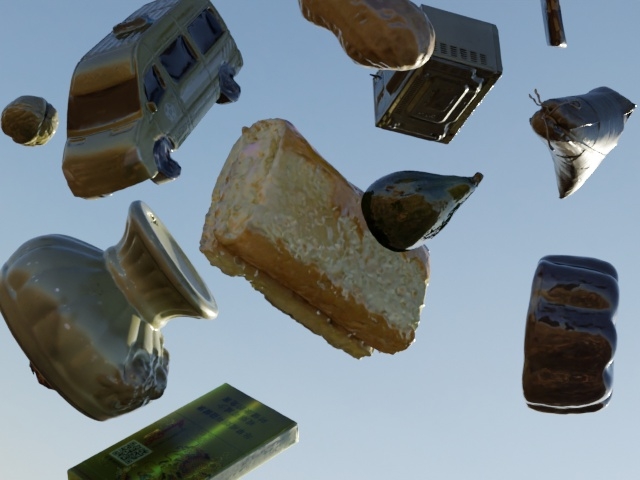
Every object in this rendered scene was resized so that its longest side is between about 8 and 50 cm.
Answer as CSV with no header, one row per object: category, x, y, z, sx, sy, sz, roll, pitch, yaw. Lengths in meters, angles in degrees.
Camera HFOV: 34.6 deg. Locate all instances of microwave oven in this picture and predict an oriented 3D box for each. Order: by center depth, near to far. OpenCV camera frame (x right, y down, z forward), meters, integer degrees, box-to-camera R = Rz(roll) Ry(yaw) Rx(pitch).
microwave oven,0.193,-0.271,1.732,0.163,0.129,0.205,9,-34,-18

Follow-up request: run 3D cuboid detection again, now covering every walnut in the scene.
walnut,-0.460,-0.189,1.628,0.092,0.092,0.092,29,-24,14

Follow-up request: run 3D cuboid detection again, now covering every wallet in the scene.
wallet,0.342,-0.407,1.567,0.122,0.031,0.232,-60,139,-78

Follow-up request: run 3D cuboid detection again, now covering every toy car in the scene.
toy car,-0.169,-0.145,0.989,0.101,0.257,0.124,-12,-61,26

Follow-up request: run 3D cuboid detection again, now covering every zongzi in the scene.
zongzi,0.325,-0.118,1.400,0.084,0.187,0.184,45,-52,30

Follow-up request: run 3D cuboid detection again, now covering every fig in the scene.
fig,0.143,-0.051,1.428,0.177,0.117,0.117,-19,-52,28

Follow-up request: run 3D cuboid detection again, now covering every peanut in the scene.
peanut,0.055,-0.292,1.364,0.226,0.095,0.108,38,-59,28

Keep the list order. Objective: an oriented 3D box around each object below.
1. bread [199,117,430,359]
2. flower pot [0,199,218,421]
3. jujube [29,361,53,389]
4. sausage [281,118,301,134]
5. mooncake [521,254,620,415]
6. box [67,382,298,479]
bread,0.000,0.000,1.565,0.165,0.237,0.375,-15,-39,42
flower pot,-0.305,0.095,1.535,0.307,0.244,0.307,54,1,-1
jujube,-0.389,0.162,1.511,0.104,0.104,0.166,53,7,-36
sausage,-0.066,-0.217,2.270,0.062,0.062,0.154,23,-11,26
mooncake,0.440,0.164,1.792,0.154,0.306,0.306,3,-33,15
box,-0.201,0.322,1.542,0.173,0.311,0.043,20,-58,39
